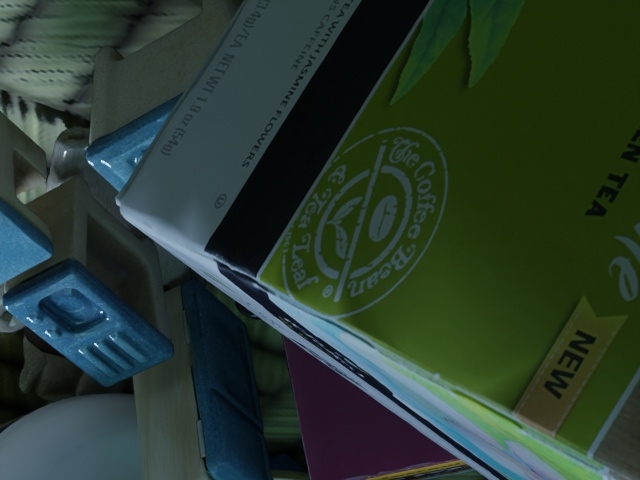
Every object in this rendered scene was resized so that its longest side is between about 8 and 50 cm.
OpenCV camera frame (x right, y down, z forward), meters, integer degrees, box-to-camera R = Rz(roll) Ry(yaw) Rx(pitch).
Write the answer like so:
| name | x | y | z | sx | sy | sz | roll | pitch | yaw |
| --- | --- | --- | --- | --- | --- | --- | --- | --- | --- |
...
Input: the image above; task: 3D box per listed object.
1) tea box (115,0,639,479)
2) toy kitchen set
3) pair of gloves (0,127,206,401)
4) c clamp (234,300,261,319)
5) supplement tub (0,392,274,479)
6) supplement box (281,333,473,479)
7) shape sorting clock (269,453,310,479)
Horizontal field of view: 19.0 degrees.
| name | x | y | z | sx | sy | sz | roll | pitch | yaw |
| --- | --- | --- | --- | --- | --- | --- | --- | --- | --- |
| tea box | 0.165 | 0.019 | 0.679 | 0.329 | 0.220 | 0.323 | 37 | 172 | -35 |
| toy kitchen set | -0.048 | 0.018 | 0.861 | 0.166 | 0.122 | 0.207 | -27 | 137 | 18 |
| pair of gloves | -0.176 | 0.014 | 0.954 | 0.240 | 0.042 | 0.204 | -2 | 138 | -8 |
| c clamp | 0.000 | 0.000 | 0.968 | 0.137 | 0.022 | 0.161 | 1 | 141 | -13 |
| supplement tub | -0.175 | 0.223 | 1.049 | 0.228 | 0.228 | 0.316 | 25 | 149 | -31 |
| supplement box | 0.053 | 0.077 | 0.953 | 0.104 | 0.081 | 0.188 | -12 | 170 | 9 |
| shape sorting clock | -0.050 | 0.197 | 1.203 | 0.206 | 0.040 | 0.206 | -1 | 143 | -1 |
